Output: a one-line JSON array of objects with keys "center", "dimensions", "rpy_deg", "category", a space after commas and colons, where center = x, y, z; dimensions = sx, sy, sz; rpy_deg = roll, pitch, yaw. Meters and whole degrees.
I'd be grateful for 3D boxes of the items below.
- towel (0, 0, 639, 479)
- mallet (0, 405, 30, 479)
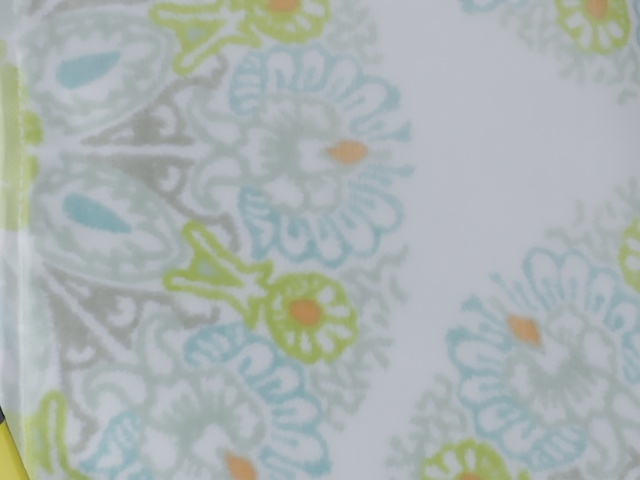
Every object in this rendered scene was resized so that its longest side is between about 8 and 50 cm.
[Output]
[{"center": [0.000, 0.000, 0.919], "dimensions": [0.374, 0.320, 0.090], "rpy_deg": [-1, 167, -17], "category": "towel"}, {"center": [-0.115, 0.070, 0.637], "dimensions": [0.189, 0.062, 0.039], "rpy_deg": [63, 169, -25], "category": "mallet"}]
